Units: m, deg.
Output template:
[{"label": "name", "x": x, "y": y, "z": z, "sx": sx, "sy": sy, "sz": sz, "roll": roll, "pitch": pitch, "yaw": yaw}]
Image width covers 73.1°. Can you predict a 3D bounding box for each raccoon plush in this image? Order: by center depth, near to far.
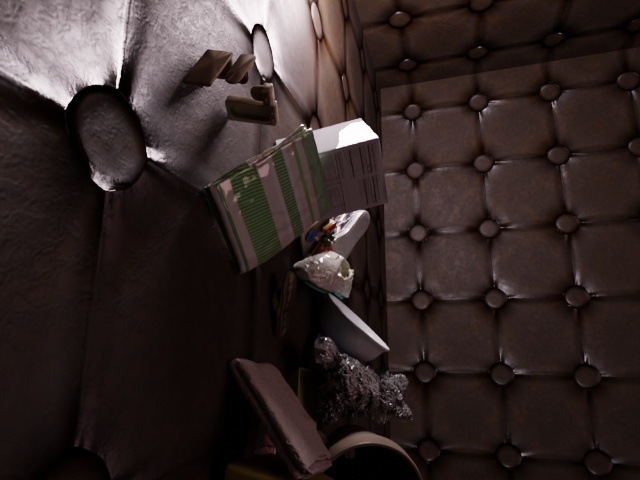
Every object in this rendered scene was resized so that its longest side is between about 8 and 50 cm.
[{"label": "raccoon plush", "x": 0.141, "y": 0.450, "z": 1.320, "sx": 0.446, "sy": 0.298, "sz": 0.216, "roll": 80, "pitch": 12, "yaw": -62}]

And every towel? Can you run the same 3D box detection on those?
[{"label": "towel", "x": -0.081, "y": 0.374, "z": 0.935, "sx": 0.282, "sy": 0.049, "sz": 0.187, "roll": 50, "pitch": 0, "yaw": 26}, {"label": "towel", "x": -0.105, "y": -0.098, "z": 1.011, "sx": 0.325, "sy": 0.038, "sz": 0.248, "roll": -41, "pitch": 131, "yaw": -36}]

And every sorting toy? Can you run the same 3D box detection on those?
[{"label": "sorting toy", "x": 0.000, "y": 0.000, "z": 1.412, "sx": 0.132, "sy": 0.046, "sz": 0.275, "roll": -38, "pitch": 145, "yaw": -26}]

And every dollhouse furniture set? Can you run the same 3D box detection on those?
[{"label": "dollhouse furniture set", "x": -0.178, "y": -0.290, "z": 0.902, "sx": 0.151, "sy": 0.144, "sz": 0.123, "roll": 89, "pitch": 14, "yaw": -50}]

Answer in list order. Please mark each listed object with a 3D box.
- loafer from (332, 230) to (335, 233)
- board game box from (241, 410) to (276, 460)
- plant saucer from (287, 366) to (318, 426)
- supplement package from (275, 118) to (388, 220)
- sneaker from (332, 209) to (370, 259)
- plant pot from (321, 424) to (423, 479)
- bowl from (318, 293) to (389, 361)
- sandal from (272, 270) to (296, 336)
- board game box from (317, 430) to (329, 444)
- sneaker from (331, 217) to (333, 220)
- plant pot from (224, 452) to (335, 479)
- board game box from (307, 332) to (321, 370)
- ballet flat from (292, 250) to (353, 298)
[{"label": "loafer", "x": -0.027, "y": -0.054, "z": 1.458, "sx": 0.078, "sy": 0.076, "sz": 0.223, "roll": 51, "pitch": 13, "yaw": 25}, {"label": "board game box", "x": -0.142, "y": 0.505, "z": 1.000, "sx": 0.124, "sy": 0.039, "sz": 0.260, "roll": 68, "pitch": 22, "yaw": -46}, {"label": "plant saucer", "x": -0.056, "y": 0.476, "z": 1.271, "sx": 0.188, "sy": 0.045, "sz": 0.189, "roll": 49, "pitch": 40, "yaw": -64}, {"label": "supplement package", "x": 0.029, "y": -0.198, "z": 1.229, "sx": 0.199, "sy": 0.262, "sz": 0.198, "roll": -108, "pitch": -176, "yaw": -58}, {"label": "sneaker", "x": 0.059, "y": -0.006, "z": 1.658, "sx": 0.321, "sy": 0.127, "sz": 0.126, "roll": -46, "pitch": 135, "yaw": -35}, {"label": "plant pot", "x": 0.111, "y": 0.697, "z": 1.285, "sx": 0.280, "sy": 0.322, "sz": 0.324, "roll": -171, "pitch": -104, "yaw": -83}, {"label": "bowl", "x": 0.092, "y": 0.335, "z": 1.536, "sx": 0.134, "sy": 0.298, "sz": 0.298, "roll": -49, "pitch": 157, "yaw": -1}, {"label": "sandal", "x": -0.107, "y": 0.171, "z": 1.174, "sx": 0.072, "sy": 0.049, "sz": 0.180, "roll": 3, "pitch": 98, "yaw": -68}, {"label": "board game box", "x": -0.045, "y": 0.583, "z": 1.200, "sx": 0.043, "sy": 0.092, "sz": 0.181, "roll": 45, "pitch": -2, "yaw": 26}, {"label": "sneaker", "x": 0.028, "y": -0.146, "z": 1.661, "sx": 0.067, "sy": 0.064, "sz": 0.175, "roll": 52, "pitch": 34, "yaw": -46}, {"label": "plant pot", "x": -0.068, "y": 0.560, "z": 0.857, "sx": 0.212, "sy": 0.187, "sz": 0.212, "roll": 48, "pitch": 44, "yaw": -63}, {"label": "board game box", "x": -0.019, "y": 0.393, "z": 1.440, "sx": 0.133, "sy": 0.033, "sz": 0.169, "roll": -74, "pitch": 161, "yaw": -54}, {"label": "ballet flat", "x": 0.024, "y": 0.100, "z": 1.419, "sx": 0.409, "sy": 0.146, "sz": 0.147, "roll": 38, "pitch": 50, "yaw": -70}]
